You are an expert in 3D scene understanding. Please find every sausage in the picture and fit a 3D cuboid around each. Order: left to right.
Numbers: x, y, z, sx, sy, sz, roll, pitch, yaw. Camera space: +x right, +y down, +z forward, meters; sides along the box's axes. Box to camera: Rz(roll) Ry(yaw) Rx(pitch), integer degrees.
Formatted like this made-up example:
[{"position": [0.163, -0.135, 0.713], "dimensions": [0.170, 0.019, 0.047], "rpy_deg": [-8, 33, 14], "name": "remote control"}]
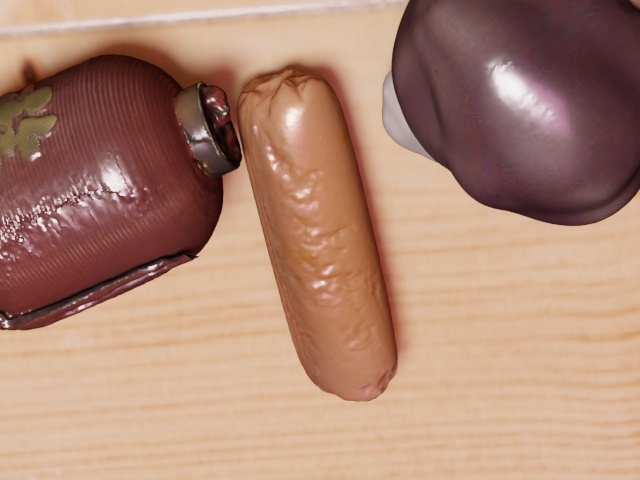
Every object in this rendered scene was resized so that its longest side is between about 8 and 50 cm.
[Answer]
[{"position": [0.000, 0.000, 1.294], "dimensions": [0.086, 0.086, 0.289], "rpy_deg": [-12, 119, 6], "name": "sausage"}]

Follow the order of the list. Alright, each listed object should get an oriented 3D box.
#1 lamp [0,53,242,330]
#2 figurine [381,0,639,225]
[{"position": [-0.174, -0.035, 1.219], "dimensions": [0.258, 0.180, 0.180], "rpy_deg": [-21, 117, 13], "name": "lamp"}, {"position": [0.204, -0.179, 1.153], "dimensions": [0.206, 0.218, 0.365], "rpy_deg": [43, 94, 22], "name": "figurine"}]
